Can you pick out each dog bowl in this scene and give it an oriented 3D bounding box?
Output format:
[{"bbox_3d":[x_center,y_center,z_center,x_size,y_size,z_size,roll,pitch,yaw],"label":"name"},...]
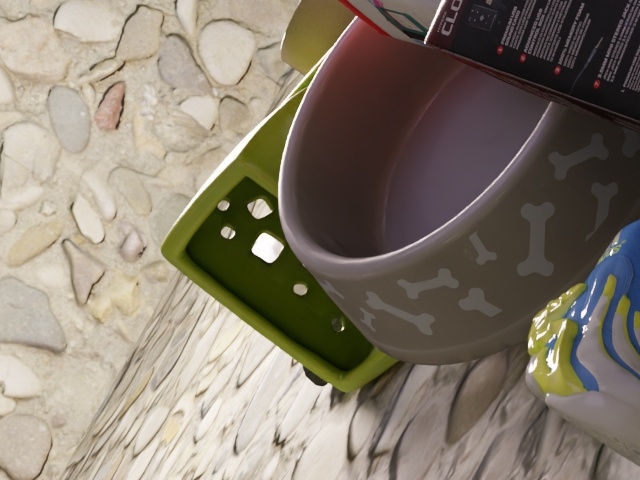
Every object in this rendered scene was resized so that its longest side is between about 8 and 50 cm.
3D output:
[{"bbox_3d":[0.109,-0.084,1.419,0.349,0.102,0.349,-34,38,31],"label":"dog bowl"}]

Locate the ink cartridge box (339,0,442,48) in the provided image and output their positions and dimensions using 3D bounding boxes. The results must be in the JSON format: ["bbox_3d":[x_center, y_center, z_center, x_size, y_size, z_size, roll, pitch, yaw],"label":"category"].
[{"bbox_3d":[0.088,-0.212,1.394,0.134,0.078,0.231,-57,32,-5],"label":"ink cartridge box"}]

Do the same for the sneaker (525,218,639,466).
[{"bbox_3d":[0.176,0.043,1.075,0.126,0.091,0.240,-56,9,7],"label":"sneaker"}]

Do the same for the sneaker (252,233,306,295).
[{"bbox_3d":[0.017,-0.025,2.088,0.129,0.111,0.297,-40,20,44],"label":"sneaker"}]

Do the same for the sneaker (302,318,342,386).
[{"bbox_3d":[0.000,0.000,1.897,0.106,0.162,0.281,-46,15,53],"label":"sneaker"}]

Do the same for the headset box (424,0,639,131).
[{"bbox_3d":[0.202,-0.176,1.156,0.293,0.110,0.218,28,96,55],"label":"headset box"}]

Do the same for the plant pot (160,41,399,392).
[{"bbox_3d":[0.025,-0.034,1.724,0.207,0.228,0.227,-57,7,-30],"label":"plant pot"}]

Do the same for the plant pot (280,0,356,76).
[{"bbox_3d":[0.123,-0.224,1.821,0.284,0.191,0.284,-51,-6,-7],"label":"plant pot"}]
